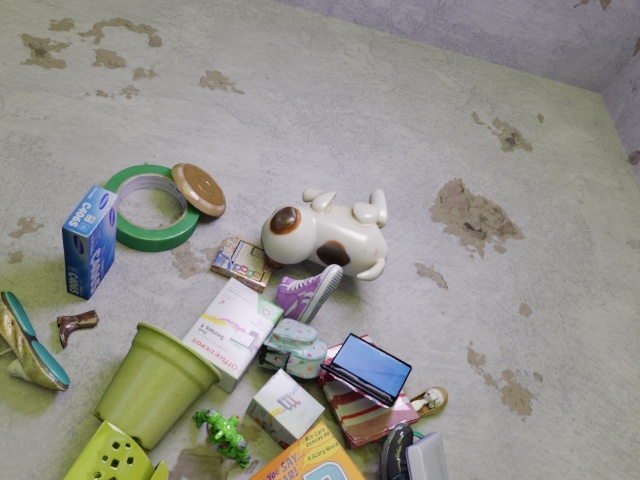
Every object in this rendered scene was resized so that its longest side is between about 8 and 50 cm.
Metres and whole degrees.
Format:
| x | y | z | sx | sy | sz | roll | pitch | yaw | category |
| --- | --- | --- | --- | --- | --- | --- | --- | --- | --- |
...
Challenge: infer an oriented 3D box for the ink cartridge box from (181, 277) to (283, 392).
| x | y | z | sx | sy | sz | roll | pitch | yaw | category |
| --- | --- | --- | --- | --- | --- | --- | --- | --- | --- |
| -0.271 | 0.284 | 1.702 | 0.201 | 0.117 | 0.278 | 32 | 52 | 3 | ink cartridge box |

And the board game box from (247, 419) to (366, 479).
| x | y | z | sx | sy | sz | roll | pitch | yaw | category |
| --- | --- | --- | --- | --- | --- | --- | --- | --- | --- |
| -0.040 | 0.695 | 1.292 | 0.356 | 0.356 | 0.356 | -34 | 72 | -19 | board game box |

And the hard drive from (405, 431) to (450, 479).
| x | y | z | sx | sy | sz | roll | pitch | yaw | category |
| --- | --- | --- | --- | --- | --- | --- | --- | --- | --- |
| 0.305 | 0.654 | 1.534 | 0.040 | 0.319 | 0.210 | -14 | 74 | 19 | hard drive |

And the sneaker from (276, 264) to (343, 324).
| x | y | z | sx | sy | sz | roll | pitch | yaw | category |
| --- | --- | --- | --- | --- | --- | --- | --- | --- | --- |
| -0.052 | 0.148 | 1.781 | 0.161 | 0.282 | 0.102 | 45 | 31 | 16 | sneaker |

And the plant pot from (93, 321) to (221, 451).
| x | y | z | sx | sy | sz | roll | pitch | yaw | category |
| --- | --- | --- | --- | --- | --- | --- | --- | --- | --- |
| -0.448 | 0.401 | 1.486 | 0.276 | 0.276 | 0.254 | 31 | 63 | 3 | plant pot |

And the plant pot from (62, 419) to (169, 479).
| x | y | z | sx | sy | sz | roll | pitch | yaw | category |
| --- | --- | --- | --- | --- | --- | --- | --- | --- | --- |
| -0.502 | 0.598 | 1.331 | 0.207 | 0.227 | 0.228 | 32 | 50 | -6 | plant pot |

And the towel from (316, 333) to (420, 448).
| x | y | z | sx | sy | sz | roll | pitch | yaw | category |
| --- | --- | --- | --- | --- | --- | --- | --- | --- | --- |
| 0.129 | 0.453 | 1.735 | 0.237 | 0.037 | 0.329 | -15 | 52 | -23 | towel |

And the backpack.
| x | y | z | sx | sy | sz | roll | pitch | yaw | category |
| --- | --- | --- | --- | --- | --- | --- | --- | --- | --- |
| -0.070 | 0.330 | 1.693 | 0.188 | 0.144 | 0.166 | 23 | 15 | 9 | backpack |

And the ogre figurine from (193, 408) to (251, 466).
| x | y | z | sx | sy | sz | roll | pitch | yaw | category |
| --- | --- | --- | --- | --- | --- | --- | --- | --- | --- |
| -0.263 | 0.530 | 1.529 | 0.097 | 0.118 | 0.197 | -18 | 65 | -30 | ogre figurine |

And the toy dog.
| x | y | z | sx | sy | sz | roll | pitch | yaw | category |
| --- | --- | --- | --- | --- | --- | --- | --- | --- | --- |
| 0.000 | 0.000 | 1.895 | 0.408 | 0.284 | 0.395 | 6 | 48 | -15 | toy dog |

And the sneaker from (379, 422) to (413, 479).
| x | y | z | sx | sy | sz | roll | pitch | yaw | category |
| --- | --- | --- | --- | --- | --- | --- | --- | --- | --- |
| 0.234 | 0.686 | 1.554 | 0.140 | 0.125 | 0.341 | -3 | 62 | 32 | sneaker |

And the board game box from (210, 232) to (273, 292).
| x | y | z | sx | sy | sz | roll | pitch | yaw | category |
| --- | --- | --- | --- | --- | --- | --- | --- | --- | --- |
| -0.255 | 0.075 | 1.905 | 0.193 | 0.045 | 0.147 | 25 | 51 | -3 | board game box |

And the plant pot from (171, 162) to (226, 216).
| x | y | z | sx | sy | sz | roll | pitch | yaw | category |
| --- | --- | --- | --- | --- | --- | --- | --- | --- | --- |
| -0.415 | -0.185 | 1.956 | 0.236 | 0.032 | 0.236 | 43 | 22 | -22 | plant pot |

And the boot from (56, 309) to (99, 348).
| x | y | z | sx | sy | sz | roll | pitch | yaw | category |
| --- | --- | --- | --- | --- | --- | --- | --- | --- | --- |
| -0.695 | 0.255 | 1.620 | 0.114 | 0.037 | 0.106 | -6 | 60 | -30 | boot |

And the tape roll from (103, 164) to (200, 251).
| x | y | z | sx | sy | sz | roll | pitch | yaw | category |
| --- | --- | --- | --- | --- | --- | --- | --- | --- | --- |
| -0.573 | -0.114 | 1.902 | 0.321 | 0.077 | 0.321 | 10 | 52 | -13 | tape roll |

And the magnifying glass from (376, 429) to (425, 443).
| x | y | z | sx | sy | sz | roll | pitch | yaw | category |
| --- | --- | --- | --- | --- | --- | --- | --- | --- | --- |
| 0.207 | 0.599 | 1.687 | 0.231 | 0.092 | 0.026 | 12 | 26 | 1 | magnifying glass |

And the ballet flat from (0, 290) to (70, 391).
| x | y | z | sx | sy | sz | roll | pitch | yaw | category |
| --- | --- | --- | --- | --- | --- | --- | --- | --- | --- |
| -0.808 | 0.294 | 1.510 | 0.123 | 0.123 | 0.348 | -30 | 71 | -35 | ballet flat |

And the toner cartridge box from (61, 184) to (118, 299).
| x | y | z | sx | sy | sz | roll | pitch | yaw | category |
| --- | --- | --- | --- | --- | --- | --- | --- | --- | --- |
| -0.657 | 0.015 | 1.603 | 0.075 | 0.348 | 0.165 | 23 | 52 | -6 | toner cartridge box |

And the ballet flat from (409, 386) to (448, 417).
| x | y | z | sx | sy | sz | roll | pitch | yaw | category |
| --- | --- | --- | --- | --- | --- | --- | --- | --- | --- |
| 0.334 | 0.523 | 1.786 | 0.232 | 0.073 | 0.080 | -19 | 62 | -31 | ballet flat |

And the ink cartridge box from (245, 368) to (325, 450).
| x | y | z | sx | sy | sz | roll | pitch | yaw | category |
| --- | --- | --- | --- | --- | --- | --- | --- | --- | --- |
| -0.105 | 0.488 | 1.612 | 0.176 | 0.128 | 0.127 | 41 | 52 | 11 | ink cartridge box |

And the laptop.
| x | y | z | sx | sy | sz | roll | pitch | yaw | category |
| --- | --- | --- | --- | --- | --- | --- | --- | --- | --- |
| 0.146 | 0.381 | 1.689 | 0.234 | 0.264 | 0.136 | 26 | 82 | 15 | laptop |
